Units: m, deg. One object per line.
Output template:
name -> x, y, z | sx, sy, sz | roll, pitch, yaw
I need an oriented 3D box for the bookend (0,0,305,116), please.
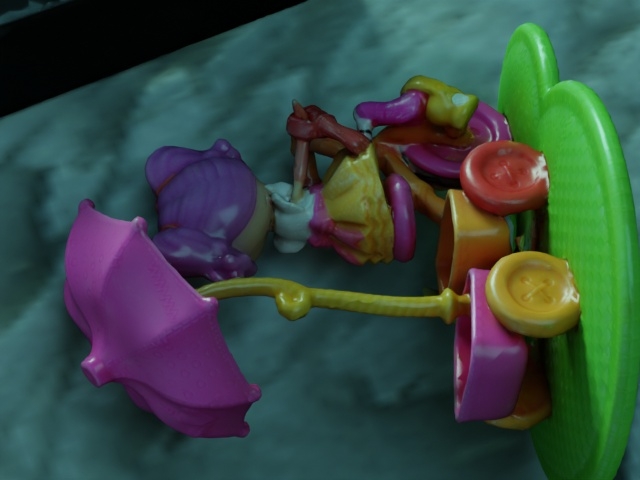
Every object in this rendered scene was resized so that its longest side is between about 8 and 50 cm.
bookend -> -0.080, -0.143, 0.540 | 0.156, 0.072, 0.157 | -25, 79, -23

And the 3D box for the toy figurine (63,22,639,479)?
toy figurine -> 0.000, 0.000, 0.503 | 0.159, 0.130, 0.173 | -1, 49, -6
